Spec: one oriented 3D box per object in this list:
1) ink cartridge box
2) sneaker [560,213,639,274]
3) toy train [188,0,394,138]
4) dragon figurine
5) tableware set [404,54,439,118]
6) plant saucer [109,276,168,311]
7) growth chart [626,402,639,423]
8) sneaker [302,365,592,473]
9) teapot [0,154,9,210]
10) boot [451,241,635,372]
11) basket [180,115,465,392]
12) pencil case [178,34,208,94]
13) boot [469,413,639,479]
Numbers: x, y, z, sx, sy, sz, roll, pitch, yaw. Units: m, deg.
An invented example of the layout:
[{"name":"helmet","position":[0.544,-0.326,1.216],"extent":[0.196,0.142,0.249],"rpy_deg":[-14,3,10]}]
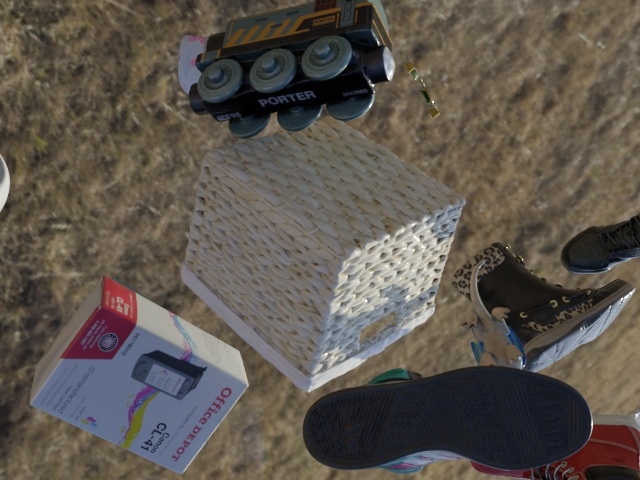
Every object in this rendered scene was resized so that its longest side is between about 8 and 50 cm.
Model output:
[{"name":"ink cartridge box","position":[-0.315,0.239,1.424],"extent":[0.306,0.131,0.226],"rpy_deg":[33,101,-22]},{"name":"sneaker","position":[0.529,-0.008,1.395],"extent":[0.227,0.087,0.130],"rpy_deg":[-13,160,7]},{"name":"toy train","position":[-0.043,-0.273,1.233],"extent":[0.333,0.190,0.142],"rpy_deg":[-6,148,24]},{"name":"dragon figurine","position":[0.306,0.185,1.403],"extent":[0.085,0.289,0.144],"rpy_deg":[-23,144,7]},{"name":"tableware set","position":[0.236,-0.356,1.905],"extent":[0.024,0.154,0.104],"rpy_deg":[-29,162,10]},{"name":"plant saucer","position":[-0.374,0.130,1.723],"extent":[0.018,0.192,0.067],"rpy_deg":[-53,146,-14]},{"name":"growth chart","position":[0.593,0.286,1.440],"extent":[0.172,0.021,0.237],"rpy_deg":[-41,153,0]},{"name":"sneaker","position":[0.142,0.203,0.907],"extent":[0.295,0.124,0.178],"rpy_deg":[-4,171,11]},{"name":"teapot","position":[-0.726,-0.091,1.520],"extent":[0.252,0.256,0.187],"rpy_deg":[14,130,-33]},{"name":"boot","position":[0.506,0.115,1.843],"extent":[0.377,0.284,0.138],"rpy_deg":[-26,145,-28]},{"name":"basket","position":[0.000,0.000,1.314],"extent":[0.328,0.331,0.267],"rpy_deg":[-24,139,-41]},{"name":"pencil case","position":[-0.132,-0.327,1.532],"extent":[0.124,0.273,0.114],"rpy_deg":[4,90,-76]},{"name":"boot","position":[0.304,0.305,1.071],"extent":[0.244,0.088,0.176],"rpy_deg":[-10,-165,23]}]
